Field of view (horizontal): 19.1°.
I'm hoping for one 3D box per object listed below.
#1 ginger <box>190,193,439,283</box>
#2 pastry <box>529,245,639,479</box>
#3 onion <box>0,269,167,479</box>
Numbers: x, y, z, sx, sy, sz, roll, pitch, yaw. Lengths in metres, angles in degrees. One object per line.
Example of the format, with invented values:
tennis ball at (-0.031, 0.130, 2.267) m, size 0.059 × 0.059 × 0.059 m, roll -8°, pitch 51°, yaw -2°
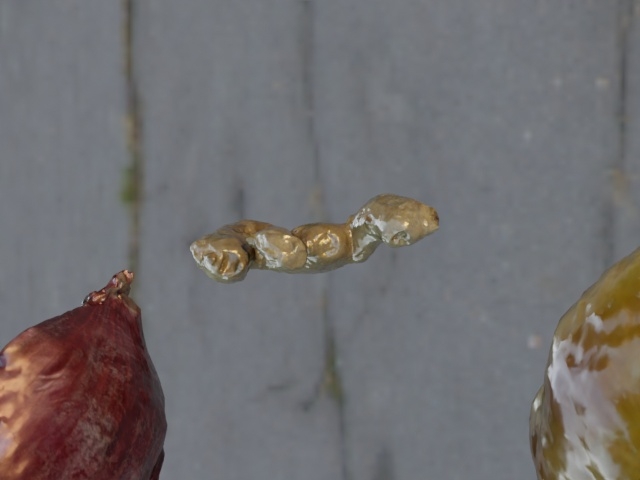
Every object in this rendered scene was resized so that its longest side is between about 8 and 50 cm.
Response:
ginger at (-0.012, 0.004, 1.746) m, size 0.258 × 0.149 × 0.065 m, roll -4°, pitch 101°, yaw 44°
pastry at (0.272, 0.073, 0.937) m, size 0.356 × 0.356 × 0.164 m, roll 114°, pitch 145°, yaw -53°
onion at (-0.184, 0.153, 1.449) m, size 0.284 × 0.120 × 0.227 m, roll -63°, pitch -21°, yaw -19°
